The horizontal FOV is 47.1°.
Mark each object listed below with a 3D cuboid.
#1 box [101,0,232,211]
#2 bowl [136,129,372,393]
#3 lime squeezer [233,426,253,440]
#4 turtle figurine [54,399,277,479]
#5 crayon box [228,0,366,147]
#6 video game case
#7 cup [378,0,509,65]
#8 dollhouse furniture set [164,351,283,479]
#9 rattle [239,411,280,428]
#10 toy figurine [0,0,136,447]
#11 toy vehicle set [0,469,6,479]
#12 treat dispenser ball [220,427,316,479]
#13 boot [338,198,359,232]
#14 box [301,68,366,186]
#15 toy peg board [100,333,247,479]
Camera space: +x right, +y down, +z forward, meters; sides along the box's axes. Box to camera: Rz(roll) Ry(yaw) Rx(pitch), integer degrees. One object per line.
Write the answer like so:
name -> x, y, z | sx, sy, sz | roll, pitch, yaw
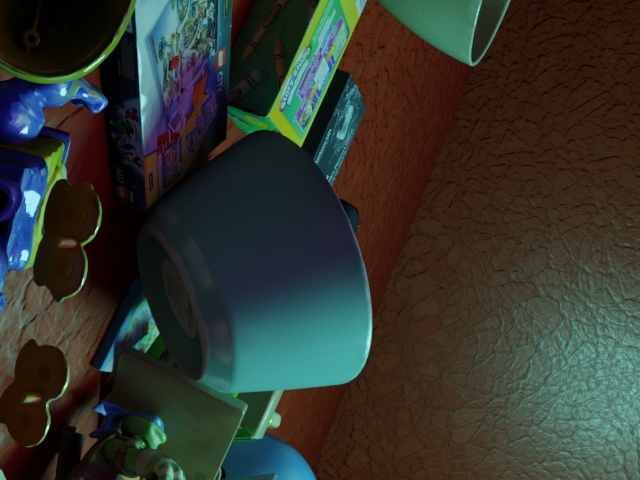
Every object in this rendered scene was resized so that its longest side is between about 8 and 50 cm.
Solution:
box -> -0.148, -0.164, 0.729 | 0.159, 0.044, 0.233 | -54, 161, -44
bowl -> -0.098, 0.045, 0.826 | 0.163, 0.311, 0.311 | -20, 141, -27
lime squeezer -> -0.252, 0.301, 0.977 | 0.310, 0.110, 0.059 | -28, 169, -20
turtle figurine -> -0.198, 0.324, 0.788 | 0.198, 0.274, 0.266 | -32, -166, 46
crayon box -> -0.027, -0.267, 0.952 | 0.278, 0.081, 0.165 | -66, 166, -5
video game case -> -0.225, 0.115, 0.942 | 0.119, 0.015, 0.166 | -65, 166, -9
cup -> 0.179, -0.461, 1.106 | 0.331, 0.237, 0.331 | -61, 165, -27
dollhouse furniture set -> -0.124, 0.250, 1.206 | 0.303, 0.174, 0.355 | -65, 166, -10
rattle -> -0.137, 0.301, 1.428 | 0.199, 0.130, 0.143 | 101, -15, -71
toy figurine -> -0.235, -0.060, 0.486 | 0.217, 0.191, 0.362 | -144, -113, -73
toy vehicle set -> -0.381, 0.349, 0.669 | 0.267, 0.035, 0.166 | -56, 162, -40
treat dispenser ball -> -0.139, 0.467, 1.244 | 0.288, 0.288, 0.288 | -60, 164, -29
boot -> 0.000, 0.000, 1.433 | 0.207, 0.094, 0.246 | -59, 173, -19
box -> -0.008, -0.178, 1.144 | 0.156, 0.093, 0.158 | -67, 165, -3
toy peg board -> -0.177, 0.208, 0.932 | 0.160, 0.161, 0.079 | -66, 177, 33
